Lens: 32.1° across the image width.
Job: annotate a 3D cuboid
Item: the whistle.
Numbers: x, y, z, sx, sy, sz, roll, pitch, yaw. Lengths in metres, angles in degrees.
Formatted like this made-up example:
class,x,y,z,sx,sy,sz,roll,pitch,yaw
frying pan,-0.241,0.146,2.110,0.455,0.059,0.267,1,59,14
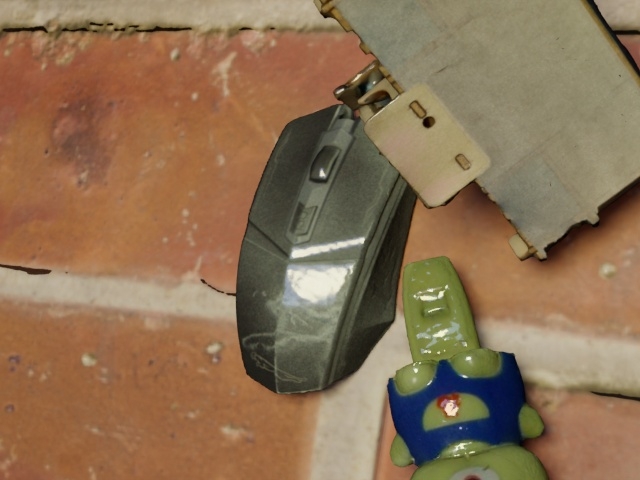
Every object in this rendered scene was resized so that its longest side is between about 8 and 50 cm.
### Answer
class,x,y,z,sx,sy,sz,roll,pitch,yaw
whistle,0.094,0.117,0.731,0.105,0.085,0.227,-14,70,10

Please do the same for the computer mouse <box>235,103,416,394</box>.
class,x,y,z,sx,sy,sz,roll,pitch,yaw
computer mouse,-0.003,-0.001,0.812,0.126,0.071,0.231,12,80,26

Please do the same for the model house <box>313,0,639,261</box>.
class,x,y,z,sx,sy,sz,roll,pitch,yaw
model house,0.094,-0.137,0.749,0.178,0.271,0.206,-39,29,13
